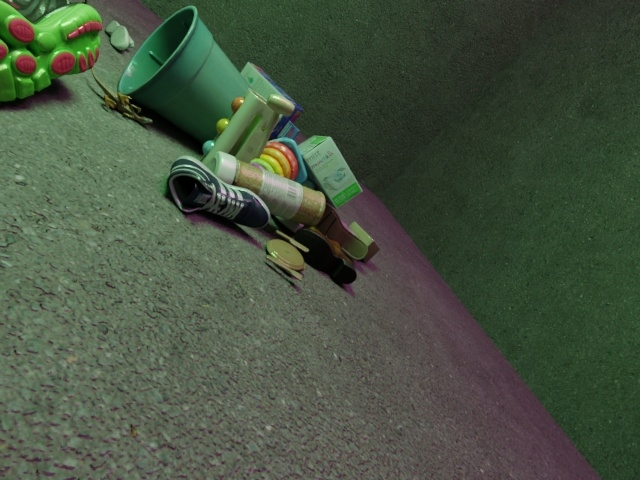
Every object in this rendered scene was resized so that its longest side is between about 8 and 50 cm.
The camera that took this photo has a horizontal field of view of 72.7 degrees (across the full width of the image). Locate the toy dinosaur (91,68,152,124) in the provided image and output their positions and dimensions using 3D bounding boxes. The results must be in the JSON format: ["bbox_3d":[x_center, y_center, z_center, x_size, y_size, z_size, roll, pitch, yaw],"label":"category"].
[{"bbox_3d":[-0.560,-0.385,1.181,0.211,0.064,0.112,46,-6,-25],"label":"toy dinosaur"}]

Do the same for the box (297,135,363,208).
[{"bbox_3d":[0.013,-0.260,1.618,0.231,0.126,0.262,57,-3,-19],"label":"box"}]

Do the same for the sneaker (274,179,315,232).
[{"bbox_3d":[-0.089,-0.153,1.546,0.135,0.150,0.366,36,16,-20],"label":"sneaker"}]

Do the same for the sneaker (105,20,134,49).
[{"bbox_3d":[-0.765,-0.783,1.697,0.212,0.080,0.094,54,6,38],"label":"sneaker"}]

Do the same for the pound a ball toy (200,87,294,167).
[{"bbox_3d":[-0.232,-0.319,1.283,0.135,0.319,0.208,31,16,-26],"label":"pound a ball toy"}]

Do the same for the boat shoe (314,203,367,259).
[{"bbox_3d":[0.053,-0.038,1.711,0.302,0.113,0.103,46,-4,-7],"label":"boat shoe"}]

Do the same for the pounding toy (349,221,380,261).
[{"bbox_3d":[0.165,0.005,1.902,0.181,0.094,0.206,47,2,27],"label":"pounding toy"}]

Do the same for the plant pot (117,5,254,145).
[{"bbox_3d":[-0.396,-0.485,1.394,0.334,0.341,0.341,40,13,-44],"label":"plant pot"}]

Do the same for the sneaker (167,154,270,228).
[{"bbox_3d":[-0.250,-0.096,1.077,0.282,0.099,0.153,33,15,-19],"label":"sneaker"}]

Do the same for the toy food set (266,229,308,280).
[{"bbox_3d":[-0.098,0.048,1.212,0.132,0.038,0.192,33,22,-10],"label":"toy food set"}]

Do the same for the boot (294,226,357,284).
[{"bbox_3d":[0.000,0.000,1.475,0.264,0.096,0.280,31,16,-23],"label":"boot"}]

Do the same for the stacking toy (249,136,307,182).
[{"bbox_3d":[-0.194,-0.209,1.416,0.302,0.175,0.166,-47,123,-48],"label":"stacking toy"}]

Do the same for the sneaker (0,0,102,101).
[{"bbox_3d":[-0.624,-0.395,0.838,0.202,0.185,0.483,17,25,-3],"label":"sneaker"}]

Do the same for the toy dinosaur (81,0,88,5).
[{"bbox_3d":[-0.702,-0.614,1.081,0.200,0.127,0.296,48,20,-7],"label":"toy dinosaur"}]

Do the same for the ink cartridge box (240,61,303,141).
[{"bbox_3d":[-0.278,-0.644,2.172,0.395,0.270,0.151,47,21,15],"label":"ink cartridge box"}]

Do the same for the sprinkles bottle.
[{"bbox_3d":[-0.156,-0.141,1.271,0.355,0.121,0.121,18,26,-32],"label":"sprinkles bottle"}]
